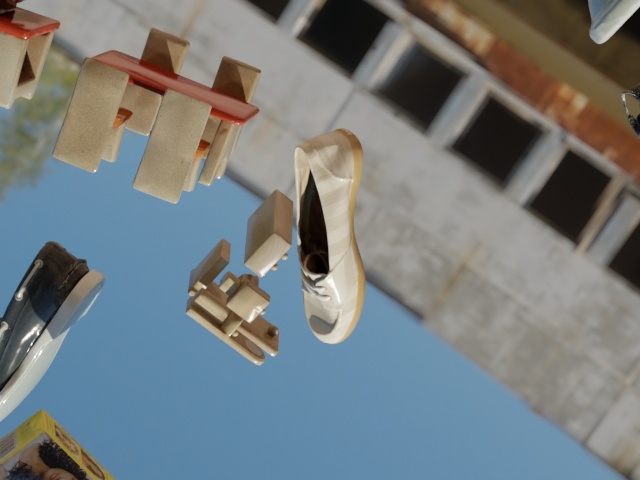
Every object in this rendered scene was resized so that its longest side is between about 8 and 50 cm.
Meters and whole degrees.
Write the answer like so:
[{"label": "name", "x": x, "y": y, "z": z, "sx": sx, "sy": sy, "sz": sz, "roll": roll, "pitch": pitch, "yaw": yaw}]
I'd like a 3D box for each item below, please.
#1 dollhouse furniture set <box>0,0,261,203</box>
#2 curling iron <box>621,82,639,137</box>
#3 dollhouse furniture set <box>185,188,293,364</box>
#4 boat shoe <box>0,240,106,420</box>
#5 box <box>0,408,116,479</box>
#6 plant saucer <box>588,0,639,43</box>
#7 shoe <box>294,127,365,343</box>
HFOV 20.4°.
[{"label": "dollhouse furniture set", "x": -0.181, "y": -0.157, "z": 1.610, "sx": 0.259, "sy": 0.135, "sz": 0.262, "roll": 21, "pitch": -166, "yaw": 3}, {"label": "curling iron", "x": 0.392, "y": -0.142, "z": 2.039, "sx": 0.274, "sy": 0.035, "sz": 0.068, "roll": -115, "pitch": 0, "yaw": -83}, {"label": "dollhouse furniture set", "x": -0.050, "y": 0.049, "z": 1.929, "sx": 0.123, "sy": 0.151, "sz": 0.144, "roll": 38, "pitch": -161, "yaw": -16}, {"label": "boat shoe", "x": -0.388, "y": 0.128, "z": 2.307, "sx": 0.091, "sy": 0.302, "sz": 0.114, "roll": 40, "pitch": -160, "yaw": 5}, {"label": "box", "x": -0.289, "y": 0.312, "z": 2.142, "sx": 0.232, "sy": 0.087, "sz": 0.058, "roll": 48, "pitch": -172, "yaw": -27}, {"label": "plant saucer", "x": 0.394, "y": -0.383, "z": 1.859, "sx": 0.100, "sy": 0.400, "sz": 0.400, "roll": 43, "pitch": -166, "yaw": 3}, {"label": "shoe", "x": 0.000, "y": 0.000, "z": 1.723, "sx": 0.058, "sy": 0.219, "sz": 0.076, "roll": -16, "pitch": -154, "yaw": -40}]
